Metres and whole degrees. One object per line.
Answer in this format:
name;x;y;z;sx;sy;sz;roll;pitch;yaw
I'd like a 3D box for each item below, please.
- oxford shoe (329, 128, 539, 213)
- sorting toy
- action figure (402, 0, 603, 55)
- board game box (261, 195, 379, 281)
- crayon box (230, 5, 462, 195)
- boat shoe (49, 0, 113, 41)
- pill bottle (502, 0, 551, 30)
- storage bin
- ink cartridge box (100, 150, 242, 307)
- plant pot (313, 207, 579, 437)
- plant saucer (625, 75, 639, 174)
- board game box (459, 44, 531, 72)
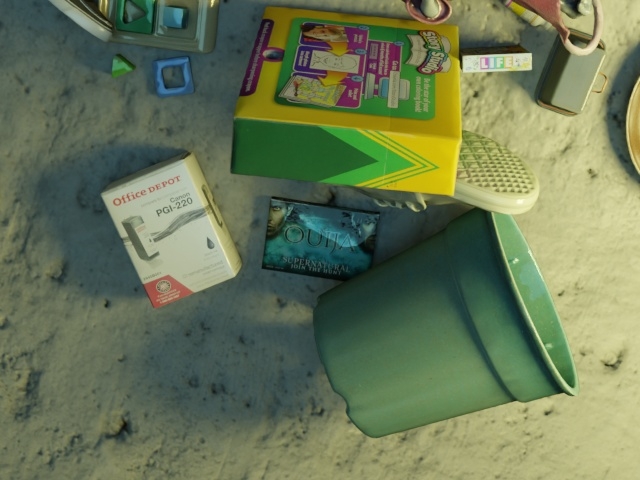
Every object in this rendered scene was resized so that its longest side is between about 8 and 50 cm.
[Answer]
oxford shoe;0.134;-0.109;1.764;0.449;0.169;0.130;19;121;33
sorting toy;-0.261;-0.402;1.832;0.196;0.047;0.347;7;104;1
action figure;0.226;-0.427;1.732;0.370;0.276;0.248;-1;69;28
board game box;0.000;0.000;1.926;0.186;0.026;0.126;8;104;1
crayon box;0.048;-0.216;1.695;0.313;0.363;0.106;7;126;1
boat shoe;-0.407;-0.414;1.819;0.228;0.080;0.076;43;97;8
pill bottle;0.334;-0.370;1.809;0.083;0.043;0.043;34;103;-6
storage bin;0.408;-0.259;1.808;0.098;0.091;0.135;20;105;-2
ink cartridge box;-0.247;-0.019;1.902;0.159;0.092;0.217;-22;100;8
plant pot;0.189;0.142;1.815;0.334;0.341;0.341;-23;101;17
plant saucer;0.644;-0.195;1.832;0.311;0.050;0.310;1;103;4
board game box;0.268;-0.284;1.776;0.103;0.154;0.026;-2;104;3
